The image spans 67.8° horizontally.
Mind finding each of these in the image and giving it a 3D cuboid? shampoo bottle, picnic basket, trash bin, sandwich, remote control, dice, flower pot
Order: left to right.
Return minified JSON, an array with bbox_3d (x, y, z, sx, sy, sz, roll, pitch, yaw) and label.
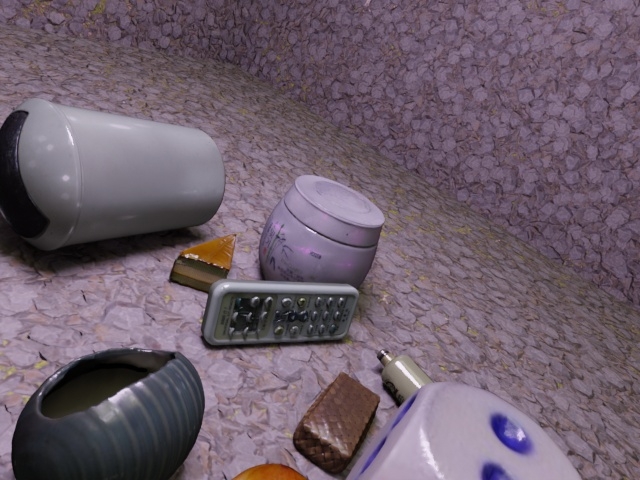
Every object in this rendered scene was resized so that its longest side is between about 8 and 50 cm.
[{"bbox_3d":[-0.439,-0.134,1.003,0.280,0.280,0.432,38,25,25],"label":"trash bin"},{"bbox_3d":[-0.250,0.226,0.591,0.190,0.157,0.243,6,6,19],"label":"flower pot"},{"bbox_3d":[-0.257,0.033,1.062,0.114,0.079,0.163,20,27,-14],"label":"sandwich"},{"bbox_3d":[-0.073,0.142,0.971,0.336,0.127,0.065,6,19,-35],"label":"remote control"},{"bbox_3d":[0.000,0.000,1.143,0.273,0.266,0.273,20,25,-10],"label":"shampoo bottle"},{"bbox_3d":[0.036,0.310,0.836,0.110,0.054,0.193,32,25,13],"label":"picnic basket"},{"bbox_3d":[0.175,0.286,0.975,0.079,0.079,0.162,-3,38,-44],"label":"shampoo bottle"},{"bbox_3d":[0.168,0.359,0.634,0.243,0.259,0.251,35,26,13],"label":"dice"}]

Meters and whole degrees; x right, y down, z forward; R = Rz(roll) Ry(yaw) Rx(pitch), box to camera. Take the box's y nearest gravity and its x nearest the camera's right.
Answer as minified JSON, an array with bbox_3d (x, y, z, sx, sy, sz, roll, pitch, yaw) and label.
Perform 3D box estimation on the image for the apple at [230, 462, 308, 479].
[{"bbox_3d":[-0.063,0.348,0.585,0.147,0.146,0.146,20,26,-11],"label":"apple"}]
